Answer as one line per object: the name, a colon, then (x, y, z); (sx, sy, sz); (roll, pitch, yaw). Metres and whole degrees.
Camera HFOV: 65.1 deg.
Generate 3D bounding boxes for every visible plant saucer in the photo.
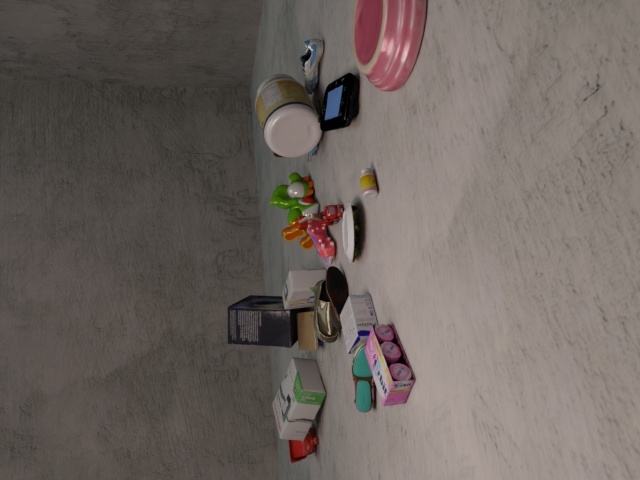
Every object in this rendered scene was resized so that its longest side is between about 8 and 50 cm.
plant saucer: (0.153, -0.540, 1.235); (0.332, 0.084, 0.332); (177, 90, -76)

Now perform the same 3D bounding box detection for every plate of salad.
plate of salad: (0.101, -0.025, 1.591); (0.200, 0.048, 0.199); (179, 90, -87)

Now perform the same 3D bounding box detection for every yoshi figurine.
yoshi figurine: (-0.119, -0.129, 2.174); (0.203, 0.203, 0.362); (95, 169, -52)

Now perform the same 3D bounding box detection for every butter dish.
butter dish: (-0.066, 0.910, 2.269); (0.160, 0.118, 0.160); (22, -122, -61)

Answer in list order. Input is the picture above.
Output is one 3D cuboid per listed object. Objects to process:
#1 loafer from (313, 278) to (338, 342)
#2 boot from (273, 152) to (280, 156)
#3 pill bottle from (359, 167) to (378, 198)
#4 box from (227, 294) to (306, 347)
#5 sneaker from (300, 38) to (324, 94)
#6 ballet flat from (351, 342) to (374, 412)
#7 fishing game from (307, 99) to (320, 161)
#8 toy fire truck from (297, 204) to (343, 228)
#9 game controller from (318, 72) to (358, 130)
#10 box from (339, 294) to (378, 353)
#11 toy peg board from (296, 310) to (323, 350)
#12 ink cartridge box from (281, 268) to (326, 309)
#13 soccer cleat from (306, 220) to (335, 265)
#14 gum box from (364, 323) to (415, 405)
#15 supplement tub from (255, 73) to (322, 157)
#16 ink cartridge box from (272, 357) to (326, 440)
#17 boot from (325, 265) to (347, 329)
loafer: (0.018, 0.255, 1.860); (0.087, 0.094, 0.251); (105, 159, -61)
boot: (-0.197, -0.577, 2.604); (0.262, 0.095, 0.203); (116, 149, -59)
pill bottle: (0.137, -0.165, 1.433); (0.043, 0.043, 0.083); (116, 148, -62)
box: (-0.236, 0.363, 2.306); (0.296, 0.294, 0.182); (-22, -67, -77)
sneaker: (-0.044, -0.694, 2.004); (0.237, 0.086, 0.085); (102, 159, -49)
ballet flat: (0.132, 0.401, 1.498); (0.079, 0.077, 0.221); (-62, -27, -78)
fishing game: (-0.038, -0.449, 2.109); (0.264, 0.041, 0.189); (121, 148, -65)
toy fire truck: (-0.004, -0.084, 1.816); (0.192, 0.135, 0.047); (136, 130, -72)
game controller: (0.055, -0.455, 1.674); (0.319, 0.067, 0.166); (-150, 59, -73)
box: (0.117, 0.253, 1.512); (0.126, 0.072, 0.137); (107, 157, -52)
toy peg board: (-0.029, 0.387, 2.151); (0.161, 0.079, 0.161); (-21, 71, 59)
ink cartridge box: (-0.066, 0.202, 2.067); (0.212, 0.154, 0.093); (116, 147, -60)
soccer cleat: (0.000, 0.000, 1.942); (0.248, 0.083, 0.095); (-120, 26, -57)
gum box: (0.175, 0.317, 1.306); (0.188, 0.062, 0.107); (-108, 21, -48)
supplement tub: (-0.135, -0.505, 2.000); (0.316, 0.228, 0.228); (-110, 23, -44)
ink cartridge box: (-0.098, 0.695, 2.193); (0.211, 0.122, 0.289); (-117, 45, -58)
boot: (0.051, 0.204, 1.750); (0.106, 0.082, 0.219); (113, 150, -54)
